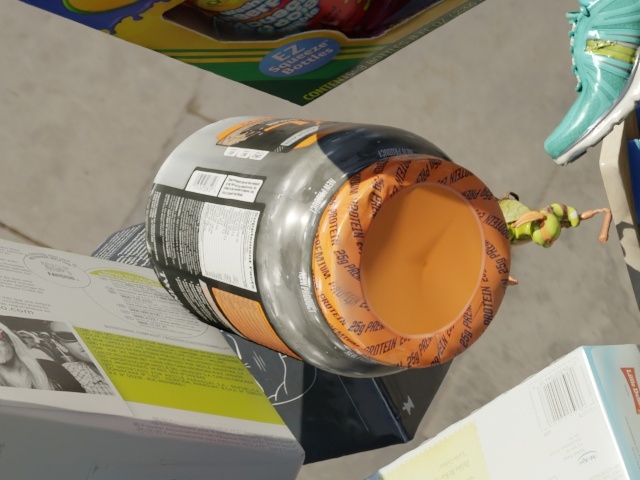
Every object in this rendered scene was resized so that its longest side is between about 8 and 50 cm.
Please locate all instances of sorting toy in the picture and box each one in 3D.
[{"bbox_3d":[0.450,-0.083,1.929,0.089,0.255,0.257,-6,38,24],"label":"sorting toy"}]

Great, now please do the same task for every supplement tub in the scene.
[{"bbox_3d":[0.000,0.000,1.251,0.338,0.207,0.207,13,76,60],"label":"supplement tub"}]

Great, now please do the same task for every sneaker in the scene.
[{"bbox_3d":[0.302,-0.207,1.531,0.110,0.107,0.275,27,97,-2],"label":"sneaker"}]

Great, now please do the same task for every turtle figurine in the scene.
[{"bbox_3d":[0.205,-0.011,1.764,0.217,0.270,0.087,-2,109,47],"label":"turtle figurine"}]

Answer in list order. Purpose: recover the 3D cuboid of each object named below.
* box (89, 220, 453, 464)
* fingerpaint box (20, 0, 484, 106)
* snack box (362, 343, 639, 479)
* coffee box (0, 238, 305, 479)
[{"bbox_3d":[-0.087,0.108,1.778,0.396,0.212,0.293,-16,111,31],"label":"box"},{"bbox_3d":[0.045,-0.287,0.992,0.445,0.371,0.163,-28,70,24],"label":"fingerpaint box"},{"bbox_3d":[0.118,0.220,0.987,0.322,0.060,0.187,-40,57,44],"label":"snack box"},{"bbox_3d":[-0.276,0.219,1.349,0.334,0.338,0.337,48,120,51],"label":"coffee box"}]
